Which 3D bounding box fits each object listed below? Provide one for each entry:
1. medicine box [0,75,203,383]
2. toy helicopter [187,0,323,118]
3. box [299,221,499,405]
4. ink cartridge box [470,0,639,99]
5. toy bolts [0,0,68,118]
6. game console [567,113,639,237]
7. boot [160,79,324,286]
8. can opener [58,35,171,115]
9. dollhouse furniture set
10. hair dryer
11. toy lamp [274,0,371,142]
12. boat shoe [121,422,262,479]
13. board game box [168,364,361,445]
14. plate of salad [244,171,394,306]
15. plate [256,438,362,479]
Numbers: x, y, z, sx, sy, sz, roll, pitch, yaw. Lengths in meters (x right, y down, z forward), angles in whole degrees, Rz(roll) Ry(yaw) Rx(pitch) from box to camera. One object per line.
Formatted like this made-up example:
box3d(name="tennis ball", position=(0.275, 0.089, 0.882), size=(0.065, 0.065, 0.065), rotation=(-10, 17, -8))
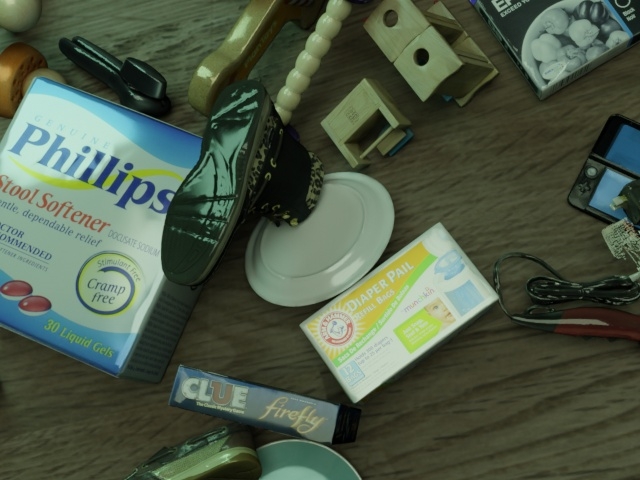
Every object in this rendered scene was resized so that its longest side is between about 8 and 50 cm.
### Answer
box3d(name="medicine box", position=(-0.272, -0.010, 1.075), size=(0.263, 0.149, 0.289), rotation=(21, 81, 11))
box3d(name="toy helicopter", position=(-0.050, -0.304, 1.069), size=(0.140, 0.235, 0.355), rotation=(32, 83, 12))
box3d(name="box", position=(0.091, 0.089, 1.030), size=(0.203, 0.103, 0.114), rotation=(-37, 77, -2))
box3d(name="ink cartridge box", position=(0.311, -0.316, 1.126), size=(0.206, 0.045, 0.208), rotation=(-31, 74, 0))
box3d(name="toy bolts", position=(-0.389, -0.284, 1.118), size=(0.158, 0.228, 0.218), rotation=(17, 72, 11))
box3d(name="game console", position=(0.373, -0.071, 1.048), size=(0.122, 0.071, 0.107), rotation=(28, 82, 13))
box3d(name="boot", position=(-0.076, -0.038, 0.994), size=(0.085, 0.178, 0.236), rotation=(9, 73, 30))
box3d(name="can opener", position=(-0.271, -0.223, 1.174), size=(0.186, 0.059, 0.073), rotation=(33, 110, 22))
box3d(name="dollhouse furniture set", position=(0.097, -0.199, 1.105), size=(0.184, 0.129, 0.129), rotation=(-43, 73, 27))
box3d(name="hair dryer", position=(0.359, 0.098, 1.016), size=(0.224, 0.080, 0.293), rotation=(-34, 73, 6))
box3d(name="toy lamp", position=(-0.025, -0.200, 1.072), size=(0.080, 0.080, 0.274), rotation=(35, 115, 13))
box3d(name="boat shoe", position=(-0.170, 0.278, 1.039), size=(0.223, 0.080, 0.073), rotation=(-25, 40, 15))
box3d(name="board game box", position=(-0.048, 0.181, 0.954), size=(0.165, 0.243, 0.042), rotation=(12, 79, 9))
box3d(name="plate of salad", position=(0.000, 0.000, 1.067), size=(0.200, 0.048, 0.200), rotation=(-17, 47, 20))
box3d(name="plate", position=(-0.031, 0.328, 1.033), size=(0.188, 0.024, 0.188), rotation=(-1, 78, 7))
